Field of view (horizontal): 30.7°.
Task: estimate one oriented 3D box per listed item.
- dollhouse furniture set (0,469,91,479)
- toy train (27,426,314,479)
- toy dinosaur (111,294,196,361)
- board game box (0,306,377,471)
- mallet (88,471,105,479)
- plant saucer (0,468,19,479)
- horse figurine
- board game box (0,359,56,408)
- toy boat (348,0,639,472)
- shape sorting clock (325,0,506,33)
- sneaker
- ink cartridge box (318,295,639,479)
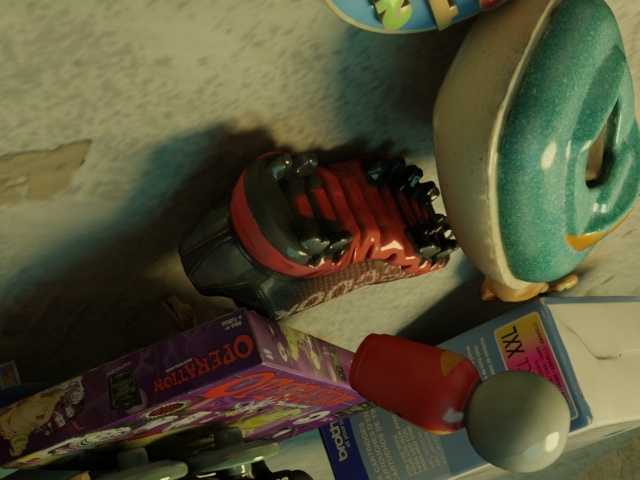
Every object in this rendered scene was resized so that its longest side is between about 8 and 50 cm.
[{"bbox_3d":[-0.235,0.267,1.063,0.144,0.123,0.151,-24,169,-34],"label":"dollhouse furniture set"},{"bbox_3d":[-0.161,0.233,0.885,0.334,0.142,0.190,-7,173,-41],"label":"toy train"},{"bbox_3d":[-0.125,0.110,1.012,0.092,0.053,0.183,-26,157,-8],"label":"toy dinosaur"},{"bbox_3d":[-0.084,0.134,0.941,0.208,0.056,0.347,-27,162,11],"label":"board game box"},{"bbox_3d":[-0.204,0.232,1.160,0.039,0.062,0.190,-19,155,-33],"label":"mallet"},{"bbox_3d":[-0.297,0.196,1.034,0.119,0.021,0.119,-24,156,-11],"label":"plant saucer"},{"bbox_3d":[0.231,-0.003,1.161,0.174,0.066,0.263,-11,150,-39],"label":"horse figurine"},{"bbox_3d":[-0.281,0.137,0.921,0.168,0.033,0.133,-19,159,-6],"label":"board game box"},{"bbox_3d":[0.146,-0.004,0.807,0.318,0.148,0.267,-64,155,-15],"label":"toy boat"},{"bbox_3d":[0.089,-0.191,0.651,0.206,0.040,0.206,-24,156,-11],"label":"shape sorting clock"},{"bbox_3d":[0.000,0.000,0.875,0.135,0.098,0.276,-32,163,30],"label":"sneaker"},{"bbox_3d":[0.184,0.205,1.373,0.395,0.151,0.270,-31,159,33],"label":"ink cartridge box"}]
